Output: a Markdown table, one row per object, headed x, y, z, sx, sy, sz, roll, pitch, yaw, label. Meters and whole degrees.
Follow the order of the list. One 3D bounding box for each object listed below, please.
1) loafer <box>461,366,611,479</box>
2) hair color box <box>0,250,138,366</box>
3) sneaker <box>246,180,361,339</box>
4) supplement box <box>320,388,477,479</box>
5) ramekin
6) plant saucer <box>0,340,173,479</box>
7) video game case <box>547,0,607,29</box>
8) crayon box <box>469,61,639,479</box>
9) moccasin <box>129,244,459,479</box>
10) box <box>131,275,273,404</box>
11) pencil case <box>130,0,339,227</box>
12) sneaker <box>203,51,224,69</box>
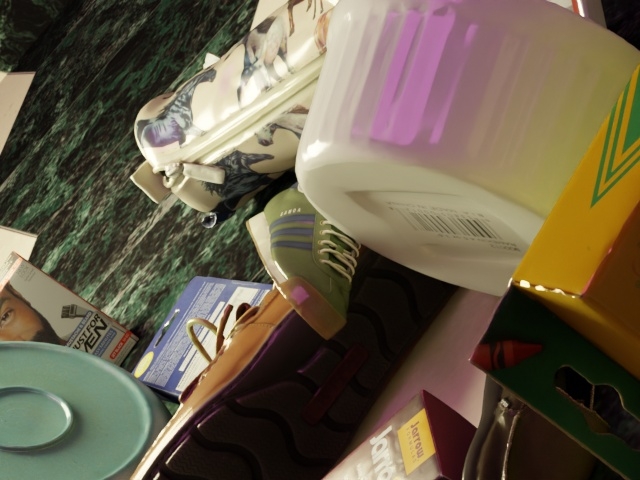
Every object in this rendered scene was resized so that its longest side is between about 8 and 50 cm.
| x | y | z | sx | sy | sz | roll | pitch | yaw | label |
| --- | --- | --- | --- | --- | --- | --- | --- | --- | --- |
| 0.149 | 0.134 | 1.118 | 0.078 | 0.080 | 0.220 | -37 | 28 | 33 | loafer |
| -0.297 | 0.097 | 1.867 | 0.093 | 0.167 | 0.053 | -56 | 24 | -5 | hair color box |
| 0.000 | 0.000 | 1.330 | 0.086 | 0.064 | 0.192 | -43 | 27 | 6 | sneaker |
| 0.042 | 0.212 | 1.203 | 0.188 | 0.081 | 0.104 | -44 | 25 | 18 | supplement box |
| 0.116 | -0.063 | 1.226 | 0.277 | 0.277 | 0.135 | -9 | 56 | 58 | ramekin |
| -0.285 | 0.181 | 1.592 | 0.317 | 0.317 | 0.044 | -100 | 16 | -59 | plant saucer |
| 0.137 | -0.148 | 1.446 | 0.285 | 0.025 | 0.204 | -18 | 81 | 52 | video game case |
| 0.250 | -0.007 | 0.983 | 0.318 | 0.202 | 0.081 | -59 | 24 | -10 | crayon box |
| -0.031 | 0.103 | 1.416 | 0.380 | 0.139 | 0.147 | -55 | 23 | -6 | moccasin |
| -0.105 | 0.103 | 1.674 | 0.136 | 0.036 | 0.225 | -59 | 26 | -13 | box |
| -0.017 | -0.170 | 1.734 | 0.410 | 0.160 | 0.183 | -33 | 21 | 38 | pencil case |
| -0.111 | -0.178 | 2.054 | 0.077 | 0.072 | 0.178 | -65 | 16 | 2 | sneaker |
